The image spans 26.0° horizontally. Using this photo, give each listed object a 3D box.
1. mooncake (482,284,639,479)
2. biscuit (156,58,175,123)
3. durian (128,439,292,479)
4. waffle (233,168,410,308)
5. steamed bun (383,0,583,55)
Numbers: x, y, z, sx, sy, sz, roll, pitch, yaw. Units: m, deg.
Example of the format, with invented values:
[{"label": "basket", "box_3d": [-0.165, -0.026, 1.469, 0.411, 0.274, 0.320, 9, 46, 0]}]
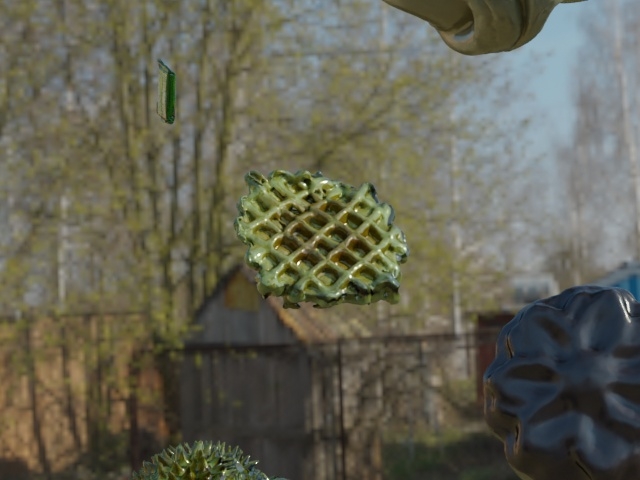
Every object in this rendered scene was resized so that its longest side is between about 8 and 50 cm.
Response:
[{"label": "mooncake", "box_3d": [0.347, 0.195, 1.785, 0.283, 0.283, 0.141, -3, -20, 14]}, {"label": "biscuit", "box_3d": [-0.214, -0.204, 1.922, 0.016, 0.089, 0.046, -8, 25, -28]}, {"label": "durian", "box_3d": [-0.099, 0.330, 1.369, 0.291, 0.224, 0.291, 37, -17, 13]}, {"label": "waffle", "box_3d": [0.000, 0.000, 2.386, 0.317, 0.297, 0.073, 3, -40, -19]}, {"label": "steamed bun", "box_3d": [0.260, -0.422, 1.867, 0.342, 0.368, 0.255, 37, 5, 39]}]
